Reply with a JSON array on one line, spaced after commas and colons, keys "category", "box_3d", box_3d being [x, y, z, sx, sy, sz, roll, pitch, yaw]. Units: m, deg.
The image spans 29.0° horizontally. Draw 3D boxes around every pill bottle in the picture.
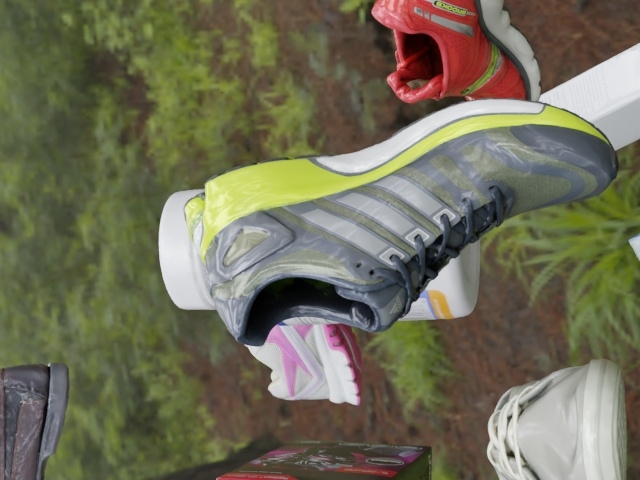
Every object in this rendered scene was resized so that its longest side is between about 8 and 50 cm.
[{"category": "pill bottle", "box_3d": [0.000, 0.000, 1.120, 0.152, 0.272, 0.152, -3, -90, -74]}]

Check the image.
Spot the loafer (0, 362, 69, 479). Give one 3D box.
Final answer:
[{"category": "loafer", "box_3d": [-0.376, 0.265, 1.487, 0.109, 0.095, 0.302, -110, 35, -53]}]

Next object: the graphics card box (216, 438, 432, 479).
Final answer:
[{"category": "graphics card box", "box_3d": [0.017, 0.364, 1.804, 0.371, 0.233, 0.094, 5, -95, -73]}]

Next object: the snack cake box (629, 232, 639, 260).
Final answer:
[{"category": "snack cake box", "box_3d": [0.379, -0.006, 0.891, 0.152, 0.264, 0.089, 58, 171, 2]}]

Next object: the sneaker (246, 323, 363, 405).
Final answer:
[{"category": "sneaker", "box_3d": [-0.037, 0.068, 1.280, 0.103, 0.111, 0.252, -76, -29, -71]}]

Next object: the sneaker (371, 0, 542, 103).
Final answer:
[{"category": "sneaker", "box_3d": [0.114, -0.167, 1.125, 0.107, 0.118, 0.279, 36, 175, 34]}]

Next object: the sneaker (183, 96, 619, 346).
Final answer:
[{"category": "sneaker", "box_3d": [0.058, -0.003, 0.842, 0.111, 0.300, 0.121, 59, -163, -56]}]

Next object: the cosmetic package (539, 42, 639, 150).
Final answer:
[{"category": "cosmetic package", "box_3d": [0.405, -0.186, 1.780, 0.231, 0.117, 0.085, -28, 59, 38]}]

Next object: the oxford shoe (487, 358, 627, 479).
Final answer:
[{"category": "oxford shoe", "box_3d": [0.237, 0.208, 1.266, 0.449, 0.130, 0.169, 63, -148, -80]}]
